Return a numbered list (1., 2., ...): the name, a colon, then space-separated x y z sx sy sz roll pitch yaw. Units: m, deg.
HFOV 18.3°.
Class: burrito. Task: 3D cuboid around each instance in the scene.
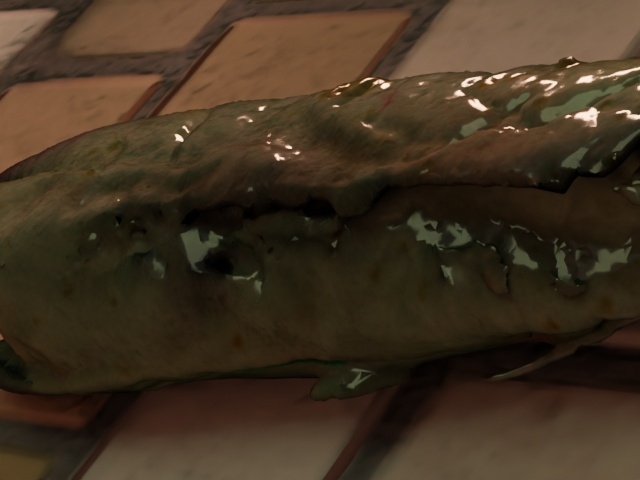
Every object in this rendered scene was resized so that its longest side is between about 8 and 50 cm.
1. burrito: 0.001 -0.003 0.517 0.309 0.066 0.096 -4 35 37
